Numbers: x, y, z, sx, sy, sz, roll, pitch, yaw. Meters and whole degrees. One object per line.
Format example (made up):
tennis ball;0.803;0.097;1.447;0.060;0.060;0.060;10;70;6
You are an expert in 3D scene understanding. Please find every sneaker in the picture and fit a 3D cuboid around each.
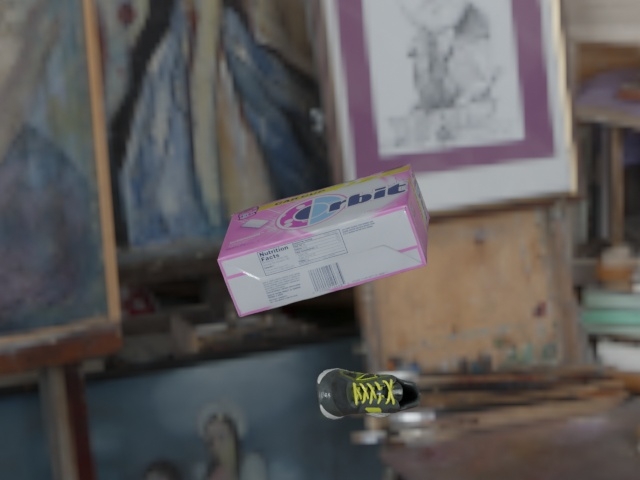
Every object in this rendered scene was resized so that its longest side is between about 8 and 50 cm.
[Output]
sneaker;0.030;0.092;1.043;0.035;0.031;0.083;-14;-12;36

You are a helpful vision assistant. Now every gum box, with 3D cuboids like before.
gum box;0.000;0.000;1.537;0.188;0.062;0.107;-16;21;11
